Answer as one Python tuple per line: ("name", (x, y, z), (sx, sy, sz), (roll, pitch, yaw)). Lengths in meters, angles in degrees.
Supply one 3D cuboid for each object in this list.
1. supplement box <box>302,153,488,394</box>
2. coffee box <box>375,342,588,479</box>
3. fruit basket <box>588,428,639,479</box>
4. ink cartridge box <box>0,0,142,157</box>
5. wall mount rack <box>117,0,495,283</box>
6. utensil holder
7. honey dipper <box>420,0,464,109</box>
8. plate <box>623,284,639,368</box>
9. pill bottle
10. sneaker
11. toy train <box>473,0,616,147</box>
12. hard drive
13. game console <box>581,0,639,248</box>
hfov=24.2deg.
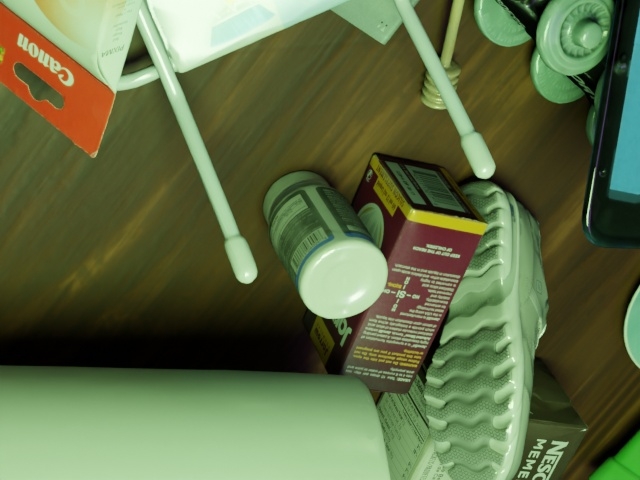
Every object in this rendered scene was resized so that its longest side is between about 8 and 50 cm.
("supplement box", (0.063, 0.032, 1.348), (0.080, 0.104, 0.188), (11, 117, -26))
("coffee box", (0.120, 0.260, 1.510), (0.168, 0.119, 0.297), (11, 117, -26))
("fruit basket", (0.453, 0.355, 1.630), (0.392, 0.283, 0.392), (-13, 116, -28))
("ink cartridge box", (-0.204, -0.163, 1.078), (0.045, 0.145, 0.179), (-28, 150, -49))
("wall mount rack", (-0.026, -0.157, 1.142), (0.350, 0.130, 0.304), (-23, 113, -1))
("utensil holder", (-0.156, 0.261, 1.230), (0.385, 0.328, 0.328), (2, 121, -10))
("honey dipper", (0.112, -0.185, 1.261), (0.030, 0.030, 0.161), (-6, 130, -18))
("plate", (0.396, 0.064, 1.552), (0.188, 0.024, 0.188), (-11, 124, -16))
("pill bottle", (0.000, 0.000, 1.282), (0.078, 0.137, 0.078), (-10, 124, -15))
("sneaker", (0.171, 0.091, 1.359), (0.115, 0.105, 0.281), (17, 74, -44))
("toy train", (0.277, -0.184, 1.283), (0.334, 0.142, 0.190), (39, 90, -34))
("hard drive", (0.058, -0.238, 1.221), (0.094, 0.022, 0.135), (29, 107, -33))
("game console", (0.372, -0.120, 1.189), (0.173, 0.250, 0.293), (-10, 110, -59))
